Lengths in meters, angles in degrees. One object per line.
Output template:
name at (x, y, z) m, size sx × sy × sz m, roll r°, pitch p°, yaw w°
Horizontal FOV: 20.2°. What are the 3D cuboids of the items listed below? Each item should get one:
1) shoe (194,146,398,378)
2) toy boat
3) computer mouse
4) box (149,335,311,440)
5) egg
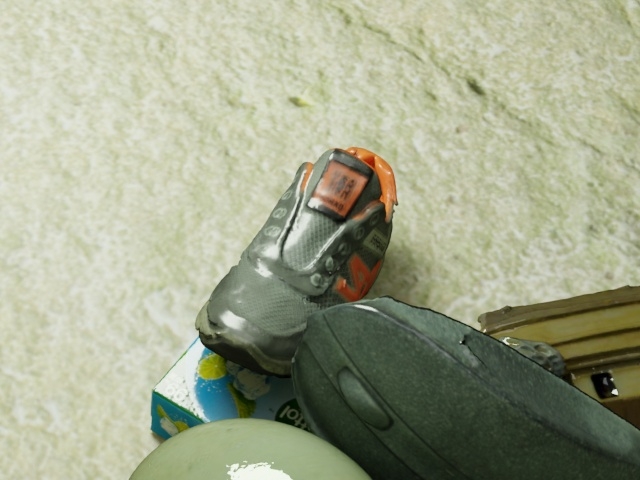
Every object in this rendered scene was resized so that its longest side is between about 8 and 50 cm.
shoe at (0.000, 0.000, 1.726) m, size 0.132 × 0.171 × 0.336 m, roll 27°, pitch 31°, yaw 9°
toy boat at (0.337, 0.122, 1.762) m, size 0.445 × 0.136 × 0.162 m, roll -10°, pitch 60°, yaw -14°
computer mouse at (0.140, 0.181, 1.612) m, size 0.374 × 0.203 × 0.114 m, roll 27°, pitch 51°, yaw -15°
box at (-0.047, 0.164, 1.721) m, size 0.194 × 0.073 × 0.139 m, roll 29°, pitch 54°, yaw 15°
egg at (-0.051, 0.262, 1.526) m, size 0.295 × 0.218 × 0.218 m, roll 0°, pitch 38°, yaw 48°
